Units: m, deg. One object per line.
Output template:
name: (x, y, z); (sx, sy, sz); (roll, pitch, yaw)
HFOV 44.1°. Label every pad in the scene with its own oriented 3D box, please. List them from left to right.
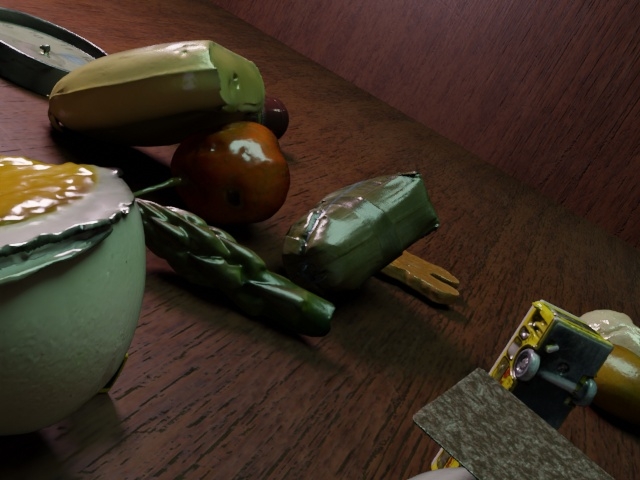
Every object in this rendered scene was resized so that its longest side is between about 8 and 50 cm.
pad: (0.185, 0.188, 0.584); (0.235, 0.003, 0.158); (39, 22, 20)

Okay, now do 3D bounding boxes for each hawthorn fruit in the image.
hawthorn fruit: (-0.179, -0.080, 1.114); (0.286, 0.165, 0.165); (-17, 44, -32)

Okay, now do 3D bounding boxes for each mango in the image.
mango: (0.497, 0.239, 1.246); (0.228, 0.099, 0.136); (32, 11, -17)

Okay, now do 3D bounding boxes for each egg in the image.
egg: (-0.267, 0.045, 0.582); (0.287, 0.174, 0.264); (9, 24, 21)

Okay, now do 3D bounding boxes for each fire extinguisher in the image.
fire extinguisher: (-0.184, -0.250, 1.498); (0.105, 0.141, 0.341); (-5, 2, 28)

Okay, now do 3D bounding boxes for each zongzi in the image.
zongzi: (0.000, 0.000, 1.169); (0.251, 0.125, 0.274); (-30, 16, -39)

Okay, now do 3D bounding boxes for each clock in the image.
clock: (-0.481, -0.324, 1.380); (0.281, 0.055, 0.280); (25, 20, -10)

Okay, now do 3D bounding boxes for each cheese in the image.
cheese: (-0.253, -0.214, 1.168); (0.316, 0.128, 0.259); (-9, -4, 18)

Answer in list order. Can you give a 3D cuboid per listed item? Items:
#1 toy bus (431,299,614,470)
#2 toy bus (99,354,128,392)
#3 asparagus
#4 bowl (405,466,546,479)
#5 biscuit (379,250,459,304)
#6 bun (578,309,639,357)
toy bus: (0.198, 0.174, 0.788); (0.081, 0.226, 0.074); (24, 16, -8)
toy bus: (-0.219, 0.086, 0.699); (0.058, 0.052, 0.102); (8, 30, -51)
asparagus: (-0.115, 0.032, 0.948); (0.287, 0.080, 0.080); (33, 18, -13)
bowl: (0.140, 0.280, 0.554); (0.307, 0.163, 0.307); (28, 21, -11)
biscuit: (0.127, 0.036, 1.334); (0.236, 0.040, 0.144); (27, 11, 2)
bun: (0.532, 0.192, 1.383); (0.164, 0.111, 0.188); (13, 21, -45)
